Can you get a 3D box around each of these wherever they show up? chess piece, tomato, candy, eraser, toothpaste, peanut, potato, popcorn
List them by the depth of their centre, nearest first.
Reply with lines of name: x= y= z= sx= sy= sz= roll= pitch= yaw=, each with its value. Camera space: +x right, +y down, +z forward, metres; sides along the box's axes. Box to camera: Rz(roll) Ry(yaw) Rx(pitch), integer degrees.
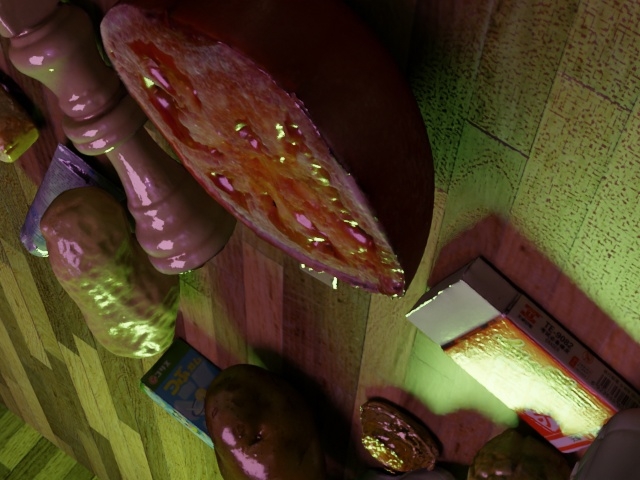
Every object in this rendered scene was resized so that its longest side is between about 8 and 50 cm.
tomato: x=-0.023 y=-0.116 z=1.086 sx=0.338 sy=0.143 sz=0.338 roll=37 pitch=160 yaw=16
eraser: x=0.205 y=0.121 z=1.298 sx=0.230 sy=0.038 sz=0.157 roll=41 pitch=156 yaw=-2
chess piece: x=-0.237 y=-0.138 z=1.411 sx=0.117 sy=0.117 sz=0.397 roll=11 pitch=142 yaw=48
popcorn: x=0.222 y=0.271 z=1.457 sx=0.106 sy=0.121 sz=0.116 roll=-114 pitch=1 yaw=-56
peanut: x=-0.274 y=0.041 z=1.740 sx=0.148 sy=0.147 sz=0.318 roll=24 pitch=151 yaw=33
toothpaste: x=-0.357 y=-0.051 z=1.807 sx=0.114 sy=0.073 sz=0.299 roll=41 pitch=149 yaw=-8
potato: x=-0.064 y=0.336 z=1.878 sx=0.196 sy=0.176 sz=0.369 roll=6 pitch=129 yaw=30
candy: x=-0.184 y=0.253 z=2.044 sx=0.194 sy=0.097 sz=0.062 roll=39 pitch=160 yaw=5

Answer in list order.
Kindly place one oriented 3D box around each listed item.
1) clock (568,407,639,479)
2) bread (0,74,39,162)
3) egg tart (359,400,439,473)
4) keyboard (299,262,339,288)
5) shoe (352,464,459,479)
clock: x=0.388 y=0.289 z=1.203 sx=0.324 sy=0.108 sz=0.265 roll=25 pitch=155 yaw=12
bread: x=-0.440 y=-0.177 z=1.699 sx=0.149 sy=0.073 sz=0.122 roll=51 pitch=160 yaw=-19
egg tart: x=0.099 y=0.267 z=1.704 sx=0.130 sy=0.052 sz=0.130 roll=31 pitch=152 yaw=18
keyboard: x=0.000 y=0.000 z=1.419 sx=0.055 sy=0.017 sz=0.166 roll=29 pitch=155 yaw=14
shoe: x=0.140 y=0.409 z=1.803 sx=0.160 sy=0.132 sz=0.363 roll=44 pitch=161 yaw=-8
